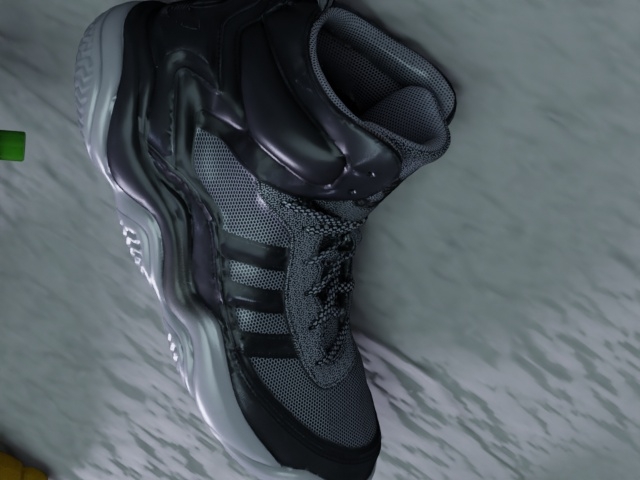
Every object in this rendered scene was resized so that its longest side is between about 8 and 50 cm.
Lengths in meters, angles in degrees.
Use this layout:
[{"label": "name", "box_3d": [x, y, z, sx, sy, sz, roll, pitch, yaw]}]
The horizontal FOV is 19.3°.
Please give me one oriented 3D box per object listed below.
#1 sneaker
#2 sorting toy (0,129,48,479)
[{"label": "sneaker", "box_3d": [0.000, 0.000, 0.880, 0.153, 0.101, 0.268, -15, 109, 31]}, {"label": "sorting toy", "box_3d": [-0.199, 0.055, 0.976, 0.126, 0.127, 0.365, 4, 137, -7]}]
